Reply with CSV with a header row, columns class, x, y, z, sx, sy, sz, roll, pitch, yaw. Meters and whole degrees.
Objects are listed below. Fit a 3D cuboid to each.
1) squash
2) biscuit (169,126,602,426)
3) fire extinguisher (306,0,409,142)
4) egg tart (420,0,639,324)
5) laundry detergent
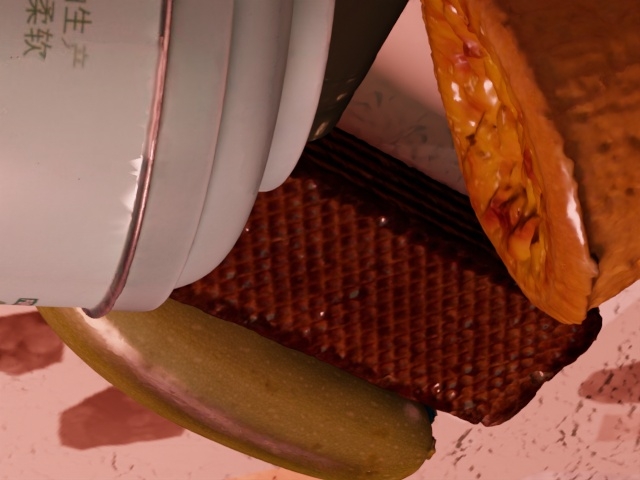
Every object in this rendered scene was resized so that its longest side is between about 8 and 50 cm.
class,x,y,z,sx,sy,sz,roll,pitch,yaw
squash,-0.073,0.061,1.152,0.341,0.094,0.094,30,125,-28
biscuit,0.000,0.000,1.096,0.388,0.073,0.107,26,117,-38
fire extinguisher,0.029,-0.174,0.893,0.095,0.114,0.311,15,132,-18
egg tart,0.148,-0.070,0.986,0.147,0.202,0.202,-18,140,-6
laundry detergent,-0.162,-0.114,0.780,0.305,0.287,0.287,2,138,-16
